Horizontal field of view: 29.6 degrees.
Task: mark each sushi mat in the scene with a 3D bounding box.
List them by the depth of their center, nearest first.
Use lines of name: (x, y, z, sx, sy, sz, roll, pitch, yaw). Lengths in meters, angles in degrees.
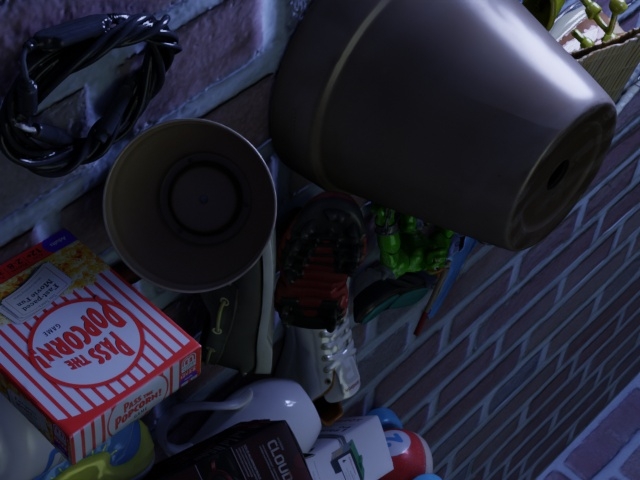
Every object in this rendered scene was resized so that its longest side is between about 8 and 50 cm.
sushi mat: (0.321, -0.173, 1.532, 0.151, 0.019, 0.316, -23, 163, -10)

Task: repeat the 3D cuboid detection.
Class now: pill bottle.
pill bottle: (-0.275, 0.157, 1.161, 0.221, 0.124, 0.124, -25, 143, -44)

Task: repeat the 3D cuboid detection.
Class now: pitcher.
pitcher: (-0.110, 0.248, 1.576, 0.207, 0.125, 0.178, -29, 132, -20)

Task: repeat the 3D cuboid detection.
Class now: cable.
cable: (-0.189, -0.126, 1.032, 0.184, 0.047, 0.150, -29, 146, -41)

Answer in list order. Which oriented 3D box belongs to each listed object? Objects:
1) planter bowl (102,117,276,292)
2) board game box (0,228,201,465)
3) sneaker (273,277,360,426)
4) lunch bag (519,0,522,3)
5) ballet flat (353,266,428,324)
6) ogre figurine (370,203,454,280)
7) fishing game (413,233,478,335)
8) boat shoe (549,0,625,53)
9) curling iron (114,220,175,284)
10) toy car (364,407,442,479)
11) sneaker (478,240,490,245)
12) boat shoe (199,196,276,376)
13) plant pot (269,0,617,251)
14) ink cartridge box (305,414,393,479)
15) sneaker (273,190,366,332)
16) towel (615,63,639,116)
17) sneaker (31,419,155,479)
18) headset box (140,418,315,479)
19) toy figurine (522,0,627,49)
planter bowl: (-0.118, -0.036, 1.165, 0.162, 0.162, 0.109, -55, -179, 6)
board game box: (-0.224, 0.088, 1.076, 0.147, 0.193, 0.045, -35, 150, -34)
sneaker: (0.017, 0.134, 1.623, 0.106, 0.123, 0.290, -31, 146, -34)
lunch bag: (0.209, -0.319, 1.424, 0.053, 0.071, 0.083, -46, 152, -24)
ballet flat: (0.085, 0.071, 1.711, 0.203, 0.074, 0.074, -15, 136, -61)
ogre figurine: (0.137, -0.012, 1.677, 0.197, 0.097, 0.118, -35, 135, -63)
fishing game: (0.201, 0.034, 1.864, 0.264, 0.041, 0.189, -44, 159, -59)
boat shoe: (0.321, -0.208, 1.693, 0.324, 0.120, 0.122, -45, 153, -16)
curling iron: (-0.235, 0.045, 1.187, 0.274, 0.035, 0.068, -31, 143, -39)
toy car: (0.046, 0.392, 1.971, 0.238, 0.219, 0.210, 17, 111, -33)
sneaker: (0.194, -0.076, 1.588, 0.108, 0.100, 0.271, -21, 151, 40)
boat shoe: (-0.096, 0.047, 1.339, 0.091, 0.109, 0.305, 1, 140, -3)
plant pot: (0.152, -0.140, 1.318, 0.323, 0.280, 0.323, -38, 150, -27)
ink cartridge box: (-0.024, 0.335, 1.752, 0.219, 0.160, 0.093, -22, 98, -48)
sneaker: (-0.001, 0.000, 1.405, 0.276, 0.097, 0.135, 102, -6, -63)
towel: (0.377, -0.120, 1.850, 0.324, 0.056, 0.312, -52, 179, 0)
sneaker: (-0.295, 0.224, 1.285, 0.240, 0.091, 0.126, -18, 108, -34)
headset box: (-0.145, 0.302, 1.386, 0.293, 0.110, 0.218, -24, 179, -20)
toy figurine: (0.337, -0.406, 1.409, 0.217, 0.191, 0.362, -49, 156, -18)
